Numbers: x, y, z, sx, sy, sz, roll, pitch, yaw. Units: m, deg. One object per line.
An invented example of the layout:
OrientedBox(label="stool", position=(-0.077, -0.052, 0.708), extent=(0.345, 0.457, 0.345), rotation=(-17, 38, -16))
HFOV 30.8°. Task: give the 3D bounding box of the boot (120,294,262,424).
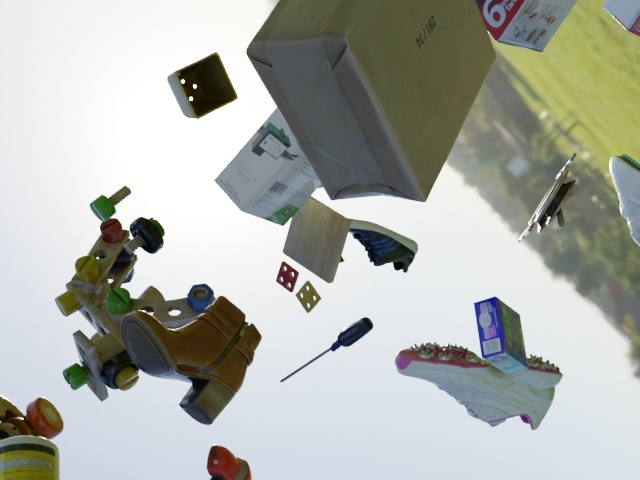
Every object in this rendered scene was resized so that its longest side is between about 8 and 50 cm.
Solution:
OrientedBox(label="boot", position=(-0.164, 0.123, 1.509), extent=(0.073, 0.152, 0.197), rotation=(-6, 130, 41))

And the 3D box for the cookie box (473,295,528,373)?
OrientedBox(label="cookie box", position=(0.275, 0.145, 1.763), extent=(0.107, 0.040, 0.092), rotation=(33, -135, -54))

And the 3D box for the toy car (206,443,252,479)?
OrientedBox(label="toy car", position=(-0.098, 0.390, 1.647), extent=(0.225, 0.053, 0.239), rotation=(-11, -86, -80))

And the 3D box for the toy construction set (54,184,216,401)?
OrientedBox(label="toy construction set", position=(-0.317, 0.126, 1.743), extent=(0.257, 0.237, 0.309), rotation=(46, 154, 5))

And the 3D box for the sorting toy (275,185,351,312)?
OrientedBox(label="sorting toy", position=(0.000, 0.000, 2.202), extent=(0.132, 0.275, 0.046), rotation=(32, -153, 35))

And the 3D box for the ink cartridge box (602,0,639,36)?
OrientedBox(label="ink cartridge box", position=(0.474, -0.306, 1.609), extent=(0.135, 0.056, 0.099), rotation=(19, -153, -21))

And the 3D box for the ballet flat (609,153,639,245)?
OrientedBox(label="ballet flat", position=(0.660, -0.014, 2.151), extent=(0.400, 0.139, 0.139), rotation=(43, -173, 33))

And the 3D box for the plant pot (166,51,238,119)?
OrientedBox(label="plant pot", position=(-0.193, -0.237, 1.803), extent=(0.083, 0.081, 0.081), rotation=(1, 119, 61))

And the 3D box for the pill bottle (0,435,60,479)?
OrientedBox(label="pill bottle", position=(-0.467, 0.425, 1.824), extent=(0.119, 0.119, 0.209), rotation=(34, -144, -46))

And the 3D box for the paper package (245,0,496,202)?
OrientedBox(label="paper package", position=(0.087, -0.264, 1.633), extent=(0.168, 0.325, 0.309), rotation=(1, 138, 35))

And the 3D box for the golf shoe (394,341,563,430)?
OrientedBox(label="golf shoe", position=(0.275, 0.262, 2.054), extent=(0.306, 0.140, 0.115), rotation=(9, -169, -8))

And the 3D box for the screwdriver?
OrientedBox(label="screwdriver", position=(0.006, 0.147, 1.486), extent=(0.025, 0.170, 0.024), rotation=(46, -147, -2))

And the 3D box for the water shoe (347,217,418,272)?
OrientedBox(label="water shoe", position=(0.122, 0.013, 2.407), extent=(0.203, 0.080, 0.073), rotation=(21, 175, -34))

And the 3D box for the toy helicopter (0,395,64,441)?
OrientedBox(label="toy helicopter", position=(-0.556, 0.424, 2.104), extent=(0.355, 0.140, 0.235), rotation=(62, -172, 34))

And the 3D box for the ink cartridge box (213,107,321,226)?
OrientedBox(label="ink cartridge box", position=(-0.056, -0.143, 2.037), extent=(0.092, 0.219, 0.160), rotation=(47, -169, 25))

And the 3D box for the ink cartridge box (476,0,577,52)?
OrientedBox(label="ink cartridge box", position=(0.373, -0.548, 2.088), extent=(0.130, 0.309, 0.272), rotation=(4, -140, -38))

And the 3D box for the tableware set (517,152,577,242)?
OrientedBox(label="tableware set", position=(0.339, -0.050, 1.673), extent=(0.039, 0.128, 0.194), rotation=(31, 178, 7))
